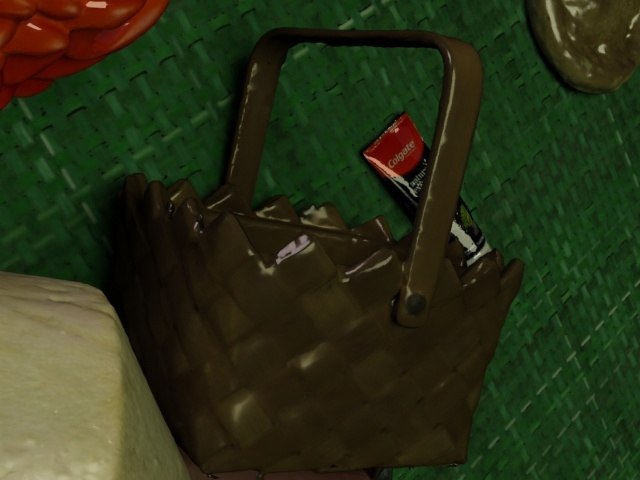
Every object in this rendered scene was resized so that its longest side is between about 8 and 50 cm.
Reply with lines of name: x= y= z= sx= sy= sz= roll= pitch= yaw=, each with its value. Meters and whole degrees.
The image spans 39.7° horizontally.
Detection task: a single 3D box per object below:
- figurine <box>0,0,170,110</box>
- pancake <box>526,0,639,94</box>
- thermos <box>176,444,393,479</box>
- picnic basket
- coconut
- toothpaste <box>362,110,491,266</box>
figurine: x=-0.275 y=-0.214 z=0.486 sx=0.412 sy=0.241 sz=0.306 roll=29 pitch=63 yaw=-40
pancake: x=0.334 y=-0.290 z=1.048 sx=0.236 sy=0.042 sz=0.222 roll=-31 pitch=105 yaw=-32
thermos: x=-0.028 y=0.221 z=0.753 sx=0.330 sy=0.110 sz=0.136 roll=20 pitch=72 yaw=-34
picnic basket: x=0.000 y=0.000 z=0.681 sx=0.291 sy=0.254 sz=0.320 roll=7 pitch=97 yaw=-36
coconut: x=-0.210 y=0.151 z=0.511 sx=0.329 sy=0.329 sz=0.328 roll=0 pitch=90 yaw=-35
toothpaste: x=0.116 y=-0.033 z=0.897 sx=0.071 sy=0.045 sz=0.193 roll=-44 pitch=108 yaw=-27
